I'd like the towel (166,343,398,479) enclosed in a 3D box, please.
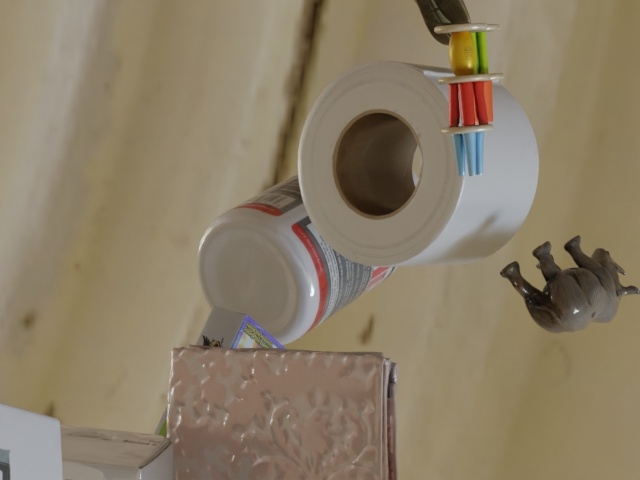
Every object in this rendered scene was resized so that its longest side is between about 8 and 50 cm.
[{"bbox_3d":[-0.047,0.282,2.014,0.331,0.317,0.053,1,180,38],"label":"towel"}]

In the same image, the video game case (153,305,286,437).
[{"bbox_3d":[-0.108,0.250,2.259,0.061,0.244,0.269,15,162,33],"label":"video game case"}]

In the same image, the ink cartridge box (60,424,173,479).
[{"bbox_3d":[-0.282,0.368,2.045,0.198,0.273,0.115,4,-168,15],"label":"ink cartridge box"}]

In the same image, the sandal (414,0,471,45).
[{"bbox_3d":[0.140,-0.331,2.152,0.072,0.180,0.049,-17,-160,17],"label":"sandal"}]

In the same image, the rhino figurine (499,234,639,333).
[{"bbox_3d":[0.310,0.054,2.058,0.243,0.073,0.106,-10,-117,-56],"label":"rhino figurine"}]

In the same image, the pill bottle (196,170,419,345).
[{"bbox_3d":[0.000,0.000,2.568,0.210,0.210,0.363,16,-152,30],"label":"pill bottle"}]

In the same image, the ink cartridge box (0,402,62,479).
[{"bbox_3d":[-0.401,0.255,1.630,0.198,0.197,0.270,-16,157,27],"label":"ink cartridge box"}]

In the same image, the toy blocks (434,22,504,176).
[{"bbox_3d":[0.151,-0.140,1.715,0.054,0.148,0.123,-3,-175,16],"label":"toy blocks"}]

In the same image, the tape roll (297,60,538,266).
[{"bbox_3d":[0.116,-0.090,2.075,0.246,0.246,0.169,19,-167,36],"label":"tape roll"}]
